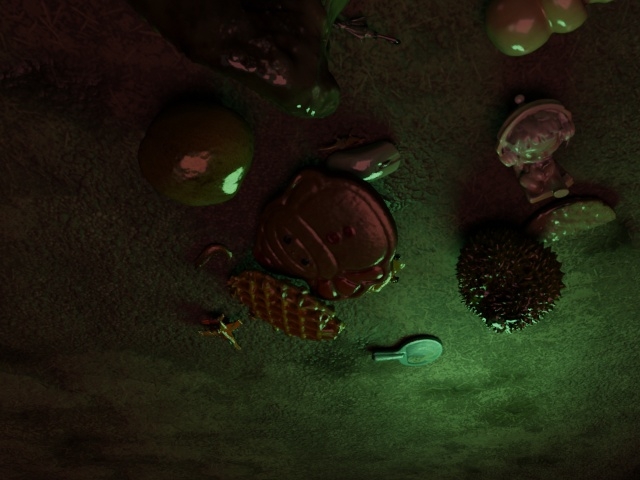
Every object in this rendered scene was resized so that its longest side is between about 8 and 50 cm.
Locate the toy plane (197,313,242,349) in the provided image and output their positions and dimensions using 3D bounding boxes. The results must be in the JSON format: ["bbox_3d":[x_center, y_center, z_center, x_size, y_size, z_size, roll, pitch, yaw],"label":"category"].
[{"bbox_3d":[-0.284,0.276,1.559,0.135,0.062,0.188,-18,146,12],"label":"toy plane"}]

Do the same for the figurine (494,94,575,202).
[{"bbox_3d":[0.458,-0.201,1.104,0.163,0.141,0.236,-22,131,9],"label":"figurine"}]

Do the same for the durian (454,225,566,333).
[{"bbox_3d":[0.489,0.099,1.335,0.225,0.291,0.291,-27,148,-38],"label":"durian"}]

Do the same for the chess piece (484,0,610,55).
[{"bbox_3d":[0.431,-0.435,0.888,0.300,0.166,0.167,-28,130,29],"label":"chess piece"}]

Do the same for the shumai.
[{"bbox_3d":[-0.077,-0.400,0.767,0.398,0.324,0.323,36,105,0],"label":"shumai"}]

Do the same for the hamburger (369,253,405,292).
[{"bbox_3d":[0.123,0.063,1.360,0.190,0.093,0.164,31,126,-28],"label":"hamburger"}]

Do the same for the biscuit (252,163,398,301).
[{"bbox_3d":[0.000,0.000,1.242,0.381,0.074,0.358,-24,112,29],"label":"biscuit"}]

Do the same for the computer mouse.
[{"bbox_3d":[0.102,-0.168,1.166,0.182,0.056,0.089,-15,137,9],"label":"computer mouse"}]

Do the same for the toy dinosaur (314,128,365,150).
[{"bbox_3d":[0.043,-0.215,1.131,0.113,0.026,0.041,-12,152,-6],"label":"toy dinosaur"}]

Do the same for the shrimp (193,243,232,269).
[{"bbox_3d":[-0.282,0.054,1.366,0.083,0.023,0.114,32,120,-33],"label":"shrimp"}]

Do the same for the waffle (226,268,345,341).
[{"bbox_3d":[-0.097,0.182,1.391,0.302,0.068,0.325,-12,130,48],"label":"waffle"}]

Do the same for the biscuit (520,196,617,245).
[{"bbox_3d":[0.624,-0.054,1.333,0.250,0.032,0.133,-23,132,17],"label":"biscuit"}]

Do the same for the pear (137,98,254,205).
[{"bbox_3d":[-0.253,-0.176,1.032,0.212,0.188,0.228,6,134,-27],"label":"pear"}]

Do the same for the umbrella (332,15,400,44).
[{"bbox_3d":[0.027,-0.402,0.947,0.269,0.044,0.043,10,101,-15],"label":"umbrella"}]

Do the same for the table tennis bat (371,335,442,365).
[{"bbox_3d":[0.286,0.369,1.708,0.238,0.038,0.149,-4,134,-5],"label":"table tennis bat"}]
